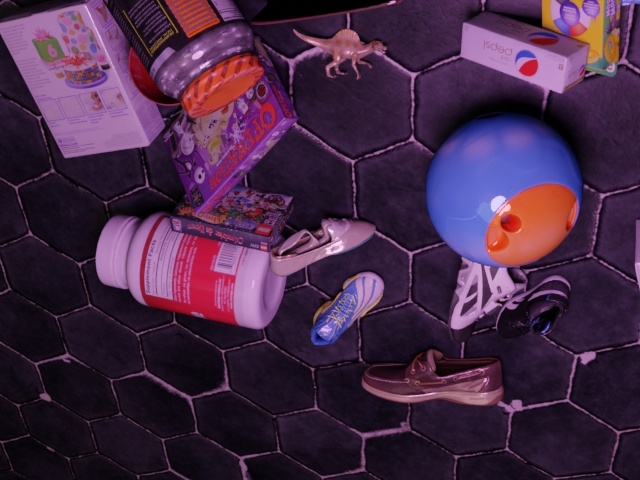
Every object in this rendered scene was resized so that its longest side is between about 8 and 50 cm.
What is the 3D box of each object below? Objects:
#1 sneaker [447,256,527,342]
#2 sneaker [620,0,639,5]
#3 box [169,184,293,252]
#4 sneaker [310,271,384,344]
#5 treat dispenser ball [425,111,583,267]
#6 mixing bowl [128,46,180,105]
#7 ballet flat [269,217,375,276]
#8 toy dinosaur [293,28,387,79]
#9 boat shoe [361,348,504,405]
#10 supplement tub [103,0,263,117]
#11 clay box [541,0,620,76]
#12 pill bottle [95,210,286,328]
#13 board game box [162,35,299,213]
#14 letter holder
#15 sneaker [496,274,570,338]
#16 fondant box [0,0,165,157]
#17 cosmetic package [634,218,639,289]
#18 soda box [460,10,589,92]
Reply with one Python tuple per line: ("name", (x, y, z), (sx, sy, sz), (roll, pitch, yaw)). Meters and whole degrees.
("sneaker", (0.360, 0.107, 1.898), (0.146, 0.122, 0.331), (16, 130, 12))
("sneaker", (0.546, -0.431, 1.444), (0.188, 0.067, 0.078), (0, 132, 25))
("box", (-0.194, -0.060, 1.963), (0.233, 0.159, 0.044), (12, 130, 12))
("sneaker", (0.058, 0.173, 2.066), (0.091, 0.126, 0.240), (36, 131, -8))
("treat dispenser ball", (0.338, -0.093, 1.643), (0.288, 0.288, 0.288), (11, 129, 14))
("mixing bowl", (-0.283, -0.354, 1.791), (0.181, 0.098, 0.182), (-1, 88, 14))
("ballet flat", (0.000, 0.000, 1.924), (0.248, 0.086, 0.086), (-26, 119, -4))
("toy dinosaur", (0.038, -0.365, 1.719), (0.183, 0.053, 0.093), (8, 113, 6))
("boat shoe", (0.263, 0.310, 2.108), (0.341, 0.123, 0.123), (3, 113, 20))
("supplement tub", (-0.260, -0.409, 1.625), (0.207, 0.207, 0.338), (-34, 86, 37))
("clay box", (0.439, -0.382, 1.498), (0.127, 0.053, 0.222), (29, 140, 44))
("pill bottle", (-0.297, 0.058, 2.050), (0.407, 0.229, 0.229), (11, 129, 14))
("board game box", (-0.195, -0.232, 1.831), (0.347, 0.056, 0.208), (-42, 70, 39))
("letter holder", (-0.009, -0.464, 1.541), (0.301, 0.214, 0.152), (-2, 125, 23))
("sneaker", (0.446, 0.171, 1.914), (0.079, 0.121, 0.217), (35, 130, -6))
("fondant box", (-0.509, -0.351, 1.906), (0.238, 0.096, 0.330), (-5, 125, 24))
("cosmetic package", (0.707, 0.050, 1.697), (0.183, 0.151, 0.152), (-7, 123, 25))
("soda box", (0.351, -0.329, 1.539), (0.216, 0.074, 0.069), (30, 137, 35))
